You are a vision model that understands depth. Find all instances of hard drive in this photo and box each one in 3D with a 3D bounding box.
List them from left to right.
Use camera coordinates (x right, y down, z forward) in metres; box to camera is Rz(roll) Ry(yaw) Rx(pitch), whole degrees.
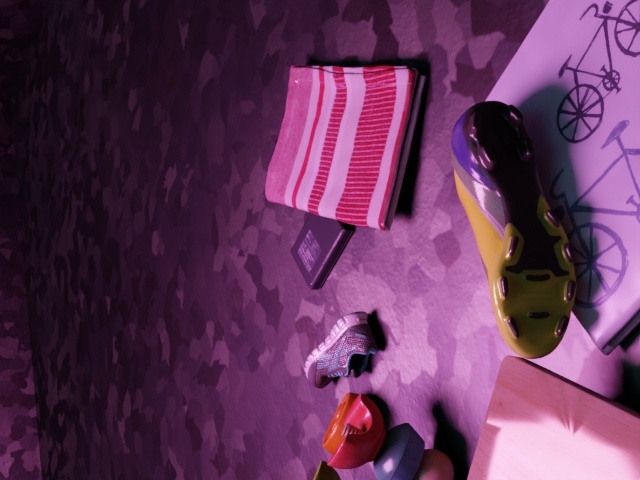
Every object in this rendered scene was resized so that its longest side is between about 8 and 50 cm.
[{"bbox_3d":[0.000,0.000,1.315,0.135,0.022,0.094,-61,42,35],"label":"hard drive"}]

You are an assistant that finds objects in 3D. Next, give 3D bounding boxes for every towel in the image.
[{"bbox_3d":[0.024,-0.154,1.253,0.329,0.037,0.237,18,97,55],"label":"towel"}]

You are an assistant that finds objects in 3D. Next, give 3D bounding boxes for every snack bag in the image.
[{"bbox_3d":[0.297,-0.107,0.864,0.323,0.037,0.343,-62,42,33],"label":"snack bag"}]

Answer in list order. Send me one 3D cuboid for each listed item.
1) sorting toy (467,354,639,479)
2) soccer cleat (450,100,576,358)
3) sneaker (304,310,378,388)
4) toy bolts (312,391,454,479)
[{"bbox_3d":[0.263,0.277,0.791,0.257,0.089,0.256,24,101,58],"label":"sorting toy"},{"bbox_3d":[0.210,-0.012,0.899,0.121,0.093,0.289,107,153,-77],"label":"soccer cleat"},{"bbox_3d":[0.032,0.183,1.226,0.076,0.065,0.166,61,137,33],"label":"sneaker"},{"bbox_3d":[0.087,0.308,1.117,0.218,0.158,0.228,-63,0,-43],"label":"toy bolts"}]
